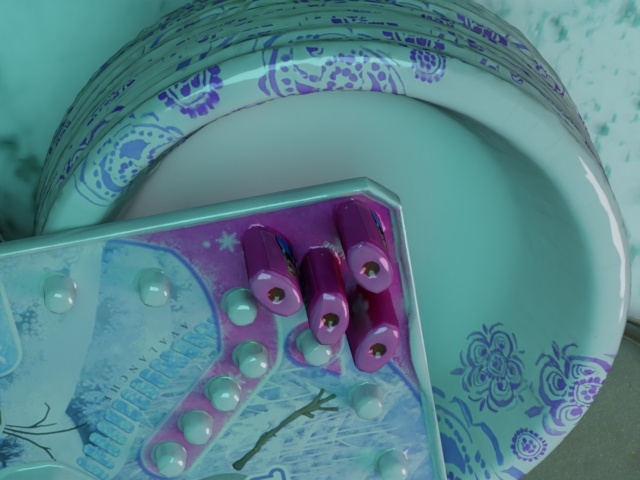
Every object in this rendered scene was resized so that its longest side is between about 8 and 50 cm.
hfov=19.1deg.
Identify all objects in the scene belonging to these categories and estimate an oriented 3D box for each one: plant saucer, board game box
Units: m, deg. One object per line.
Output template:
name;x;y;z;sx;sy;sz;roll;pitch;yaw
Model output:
plant saucer;0.141;0.115;1.070;0.168;0.029;0.168;-1;106;-4
board game box;-0.125;0.177;0.925;0.390;0.050;0.390;-10;122;1

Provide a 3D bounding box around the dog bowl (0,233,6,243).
dog bowl;-0.309;0.068;0.979;0.349;0.102;0.348;-1;107;-4

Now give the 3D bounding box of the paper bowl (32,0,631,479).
paper bowl;0.000;0.000;0.942;0.284;0.148;0.284;-3;124;-4
